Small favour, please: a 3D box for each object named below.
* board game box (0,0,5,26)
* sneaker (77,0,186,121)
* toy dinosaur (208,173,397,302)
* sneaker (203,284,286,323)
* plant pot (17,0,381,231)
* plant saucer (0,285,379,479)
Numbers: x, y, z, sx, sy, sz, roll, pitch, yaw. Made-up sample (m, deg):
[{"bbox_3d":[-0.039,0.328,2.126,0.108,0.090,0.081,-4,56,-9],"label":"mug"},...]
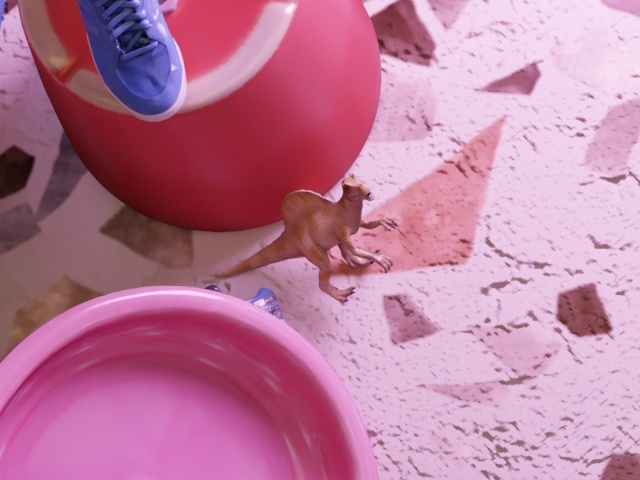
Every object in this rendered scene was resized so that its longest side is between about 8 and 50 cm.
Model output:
[{"bbox_3d":[-0.330,-0.166,0.980,0.086,0.308,0.302,6,82,5],"label":"board game box"},{"bbox_3d":[-0.131,-0.151,0.824,0.058,0.084,0.152,-19,80,2],"label":"sneaker"},{"bbox_3d":[0.000,0.000,1.041,0.092,0.183,0.053,43,43,-15],"label":"toy dinosaur"},{"bbox_3d":[-0.094,0.068,1.055,0.135,0.052,0.058,-8,70,-3],"label":"sneaker"},{"bbox_3d":[-0.097,-0.155,0.989,0.275,0.243,0.275,-1,81,6],"label":"plant pot"},{"bbox_3d":[-0.116,0.201,0.954,0.332,0.084,0.332,5,78,-27],"label":"plant saucer"}]
